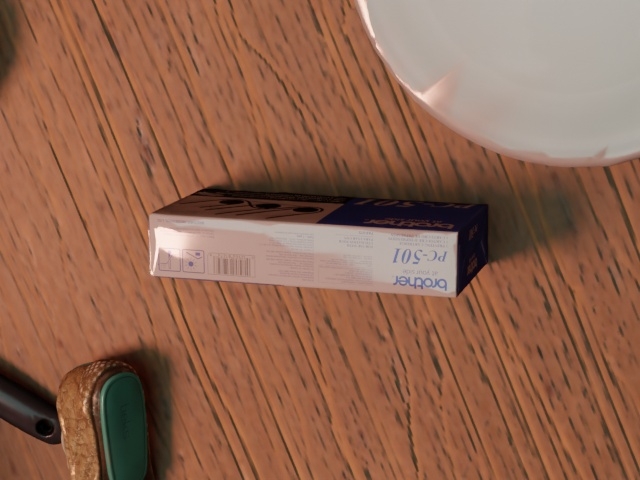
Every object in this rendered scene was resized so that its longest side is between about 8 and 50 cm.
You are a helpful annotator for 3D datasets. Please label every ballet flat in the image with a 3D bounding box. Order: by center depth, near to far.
[{"bbox_3d":[-0.155,0.184,1.216,0.067,0.073,0.206,7,103,44],"label":"ballet flat"}]

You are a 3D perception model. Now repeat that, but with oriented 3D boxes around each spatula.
[{"bbox_3d":[-0.312,0.067,1.248,0.296,0.030,0.084,34,110,7],"label":"spatula"}]

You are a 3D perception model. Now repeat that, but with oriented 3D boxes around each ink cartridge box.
[{"bbox_3d":[0.000,0.000,1.102,0.207,0.097,0.046,4,103,17],"label":"ink cartridge box"}]

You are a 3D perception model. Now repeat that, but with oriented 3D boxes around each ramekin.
[{"bbox_3d":[0.157,-0.188,0.998,0.273,0.127,0.273,4,103,16],"label":"ramekin"}]
